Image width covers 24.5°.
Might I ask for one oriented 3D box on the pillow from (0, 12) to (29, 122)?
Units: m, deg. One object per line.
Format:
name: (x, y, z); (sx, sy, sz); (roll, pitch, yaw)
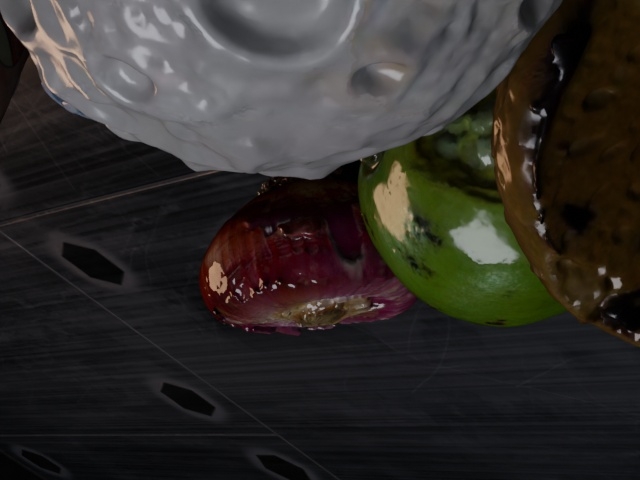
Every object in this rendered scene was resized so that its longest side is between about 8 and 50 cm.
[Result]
pillow: (-0.278, -0.205, 1.144); (0.084, 0.223, 0.236); (2, 147, 14)

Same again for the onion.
onion: (0.000, 0.000, 1.375); (0.230, 0.163, 0.230); (-4, 160, -2)

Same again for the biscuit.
biscuit: (0.230, -0.071, 0.900); (0.296, 0.296, 0.075); (42, -179, -32)

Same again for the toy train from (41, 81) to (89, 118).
toy train: (-0.126, -0.181, 1.154); (0.202, 0.131, 0.299); (18, 154, 12)

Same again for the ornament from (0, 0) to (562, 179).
ornament: (-0.024, -0.194, 0.794); (0.337, 0.337, 0.337); (21, 155, 10)

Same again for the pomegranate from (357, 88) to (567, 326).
pomegranate: (0.174, -0.057, 1.041); (0.302, 0.236, 0.236); (-3, 153, -2)

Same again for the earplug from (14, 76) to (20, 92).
earplug: (-0.408, -0.150, 1.458); (0.301, 0.172, 0.172); (-9, 139, 42)
